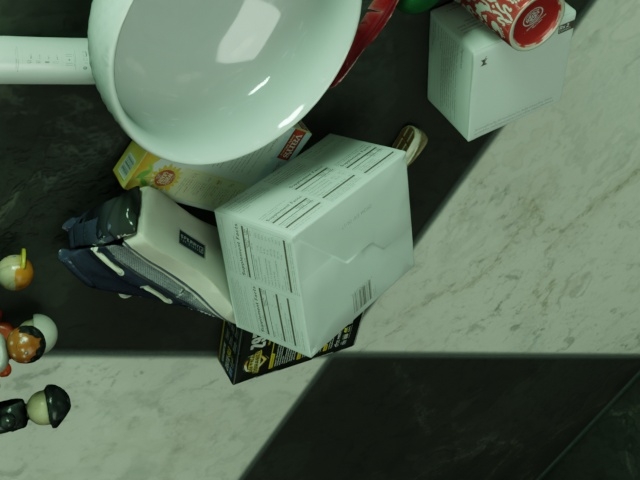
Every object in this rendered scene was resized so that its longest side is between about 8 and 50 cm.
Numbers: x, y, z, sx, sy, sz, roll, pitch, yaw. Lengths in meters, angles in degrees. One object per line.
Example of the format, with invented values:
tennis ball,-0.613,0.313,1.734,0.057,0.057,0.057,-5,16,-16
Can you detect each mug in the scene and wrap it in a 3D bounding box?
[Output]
mug,0.253,-0.356,1.307,0.113,0.169,0.150,-4,134,-35

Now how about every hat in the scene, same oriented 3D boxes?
hat,0.128,-0.298,1.214,0.173,0.208,0.184,-5,89,-38

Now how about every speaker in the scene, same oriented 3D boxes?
speaker,-0.324,-0.207,1.106,0.136,0.055,0.055,-7,136,-34

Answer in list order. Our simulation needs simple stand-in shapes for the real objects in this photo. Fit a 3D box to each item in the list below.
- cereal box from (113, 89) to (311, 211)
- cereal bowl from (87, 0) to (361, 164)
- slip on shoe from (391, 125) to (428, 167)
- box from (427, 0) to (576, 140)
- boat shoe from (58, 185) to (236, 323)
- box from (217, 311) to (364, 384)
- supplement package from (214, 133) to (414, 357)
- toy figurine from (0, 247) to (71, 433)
cereal box,-0.147,-0.124,1.350,0.240,0.047,0.173,14,121,-48
cereal bowl,-0.123,-0.262,1.118,0.339,0.141,0.339,-29,145,-22
slip on shoe,0.125,-0.126,1.571,0.041,0.051,0.135,17,112,-45
box,0.269,-0.277,1.453,0.181,0.119,0.182,-24,143,-15
boat shoe,-0.224,0.040,1.397,0.158,0.127,0.340,-16,143,25
box,-0.036,0.093,1.665,0.257,0.079,0.322,-14,139,-25
supplement package,0.000,0.000,1.383,0.262,0.145,0.204,-37,133,-39
toy figurine,-0.426,0.141,1.287,0.148,0.213,0.210,-10,134,-13
